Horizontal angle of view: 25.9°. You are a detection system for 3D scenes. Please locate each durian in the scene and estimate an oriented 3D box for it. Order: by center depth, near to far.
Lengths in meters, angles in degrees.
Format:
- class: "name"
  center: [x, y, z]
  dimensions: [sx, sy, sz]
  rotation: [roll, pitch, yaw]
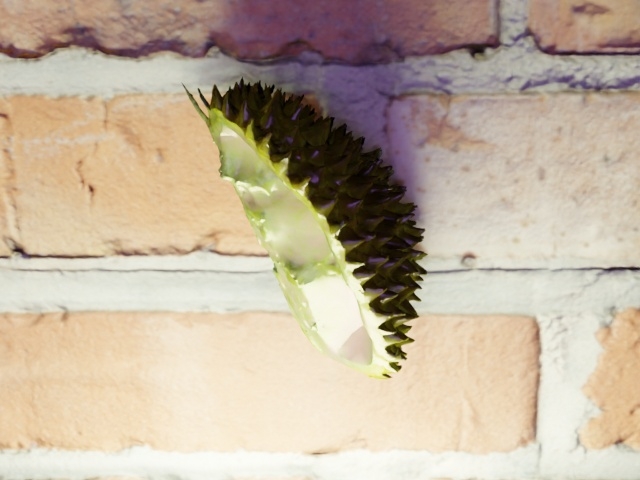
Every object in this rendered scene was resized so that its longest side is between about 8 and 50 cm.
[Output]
- class: "durian"
  center: [0.000, 0.000, 1.319]
  dimensions: [0.169, 0.158, 0.351]
  rotation: [-15, 119, 25]
